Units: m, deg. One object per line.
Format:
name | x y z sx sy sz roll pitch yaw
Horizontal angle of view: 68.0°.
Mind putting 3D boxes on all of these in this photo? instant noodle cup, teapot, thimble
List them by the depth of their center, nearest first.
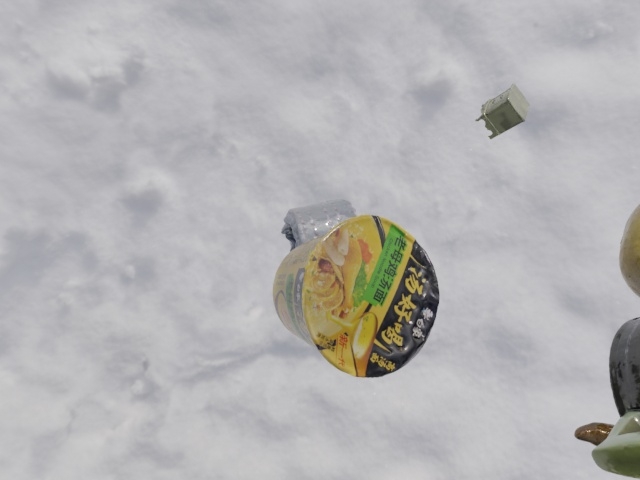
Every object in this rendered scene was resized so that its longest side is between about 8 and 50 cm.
instant noodle cup | 0.024 0.056 0.486 0.151 0.122 0.152 3 83 -28
teapot | 0.548 0.200 0.657 0.321 0.239 0.240 10 66 -20
thimble | 0.000 -0.002 0.818 0.117 0.151 0.127 -12 88 -10

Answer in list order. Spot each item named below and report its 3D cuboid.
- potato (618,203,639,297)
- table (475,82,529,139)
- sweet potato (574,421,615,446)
potato | 0.781 0.069 0.971 0.296 0.290 0.397 -43 107 -22
table | 0.388 -0.275 1.013 0.062 0.079 0.083 46 138 -14
sweet potato | 0.650 0.427 1.022 0.182 0.053 0.054 -3 123 29
